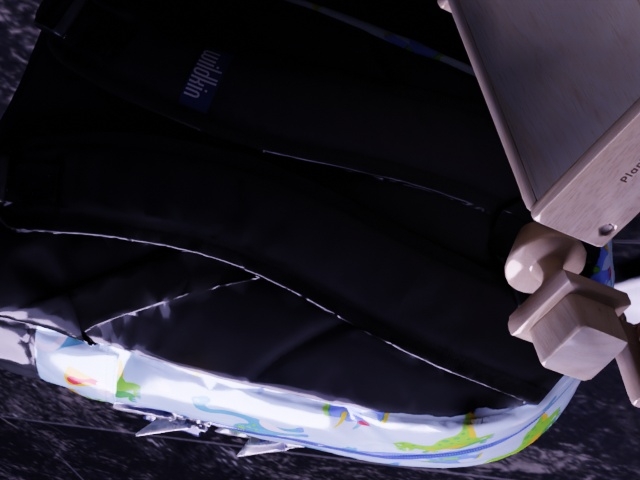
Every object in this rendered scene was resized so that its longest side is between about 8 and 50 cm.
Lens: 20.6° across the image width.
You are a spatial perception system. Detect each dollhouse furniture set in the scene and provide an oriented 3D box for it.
[{"bbox_3d":[0.257,-0.063,0.905,0.355,0.174,0.303,19,128,-33],"label":"dollhouse furniture set"}]

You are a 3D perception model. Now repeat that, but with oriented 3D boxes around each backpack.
[{"bbox_3d":[0.000,0.000,1.053,0.355,0.290,0.273,9,155,15],"label":"backpack"}]

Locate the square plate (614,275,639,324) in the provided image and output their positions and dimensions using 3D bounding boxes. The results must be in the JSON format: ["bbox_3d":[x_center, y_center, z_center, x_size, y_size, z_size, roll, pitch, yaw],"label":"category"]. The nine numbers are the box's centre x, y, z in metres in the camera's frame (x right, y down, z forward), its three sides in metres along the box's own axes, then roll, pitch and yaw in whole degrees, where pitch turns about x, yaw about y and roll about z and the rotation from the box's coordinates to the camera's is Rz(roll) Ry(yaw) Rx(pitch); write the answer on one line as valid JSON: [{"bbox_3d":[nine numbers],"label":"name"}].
[{"bbox_3d":[0.373,0.134,1.068,0.347,0.049,0.344,-21,102,52],"label":"square plate"}]
